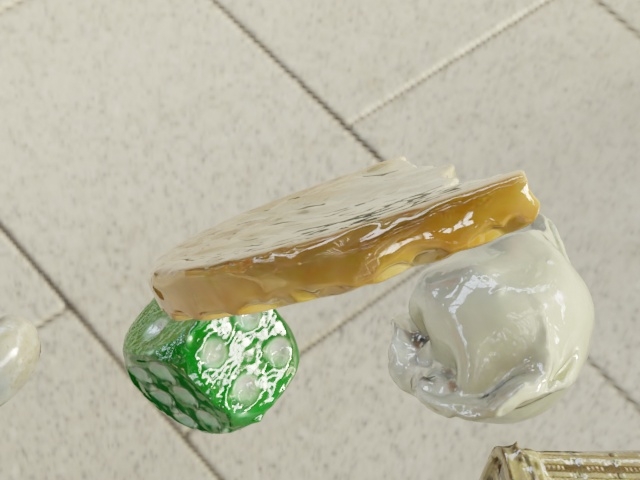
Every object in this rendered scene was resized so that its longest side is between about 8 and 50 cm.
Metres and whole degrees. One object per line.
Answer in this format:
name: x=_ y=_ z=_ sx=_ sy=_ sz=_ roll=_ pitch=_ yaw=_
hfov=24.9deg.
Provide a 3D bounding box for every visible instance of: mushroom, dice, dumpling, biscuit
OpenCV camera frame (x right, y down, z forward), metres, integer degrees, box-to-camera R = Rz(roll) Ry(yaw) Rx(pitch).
mushroom: x=-0.255 y=0.085 z=1.087 sx=0.079 sy=0.085 sz=0.085 roll=43 pitch=61 yaw=4
dice: x=-0.109 y=0.113 z=1.431 sx=0.128 sy=0.131 sz=0.120 roll=51 pitch=60 yaw=-25
dumpling: x=0.130 y=0.068 z=1.128 sx=0.162 sy=0.132 sz=0.250 roll=-26 pitch=24 yaw=22
biscuit: x=0.000 y=0.000 z=0.842 sx=0.205 sy=0.309 sz=0.040 roll=-19 pitch=97 yaw=-7

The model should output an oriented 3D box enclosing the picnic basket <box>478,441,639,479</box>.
picnic basket: x=0.165 y=0.308 z=0.953 sx=0.175 sy=0.312 sz=0.228 roll=2 pitch=45 yaw=-14
